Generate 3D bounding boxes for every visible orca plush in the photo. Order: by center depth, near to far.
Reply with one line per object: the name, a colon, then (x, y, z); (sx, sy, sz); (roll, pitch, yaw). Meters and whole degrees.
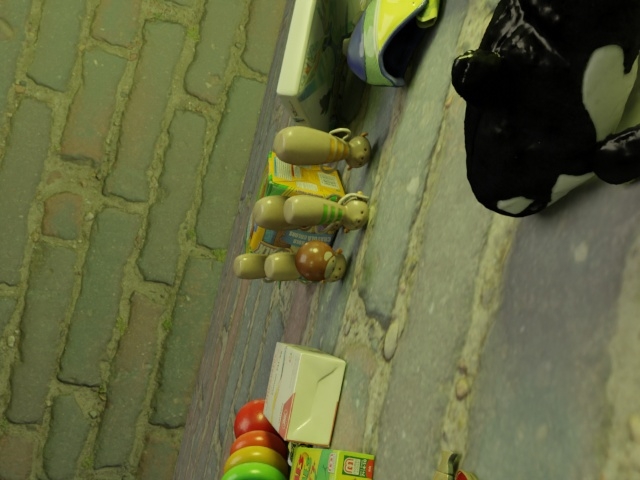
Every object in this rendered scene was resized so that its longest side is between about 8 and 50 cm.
orca plush: (0.132, -0.101, 0.368); (0.151, 0.102, 0.287); (65, 159, 15)

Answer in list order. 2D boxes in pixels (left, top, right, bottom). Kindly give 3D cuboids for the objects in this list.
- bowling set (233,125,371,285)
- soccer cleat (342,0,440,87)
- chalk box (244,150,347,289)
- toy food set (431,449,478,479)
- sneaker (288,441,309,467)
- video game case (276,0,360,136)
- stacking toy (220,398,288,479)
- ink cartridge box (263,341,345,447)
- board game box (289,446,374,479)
bowling set: (0.000, 0.000, 0.908); (0.200, 0.154, 0.287); (59, 136, 42)
soccer cleat: (0.127, -0.335, 0.814); (0.121, 0.093, 0.289); (41, 117, 40)
chalk box: (-0.055, -0.020, 1.084); (0.132, 0.131, 0.213); (-101, 28, -60)
toy food set: (0.100, 0.230, 0.485); (0.078, 0.019, 0.122); (169, 121, -75)
sneaker: (-0.029, 0.295, 0.900); (0.083, 0.031, 0.035); (-133, 58, -73)
video game case: (0.008, -0.334, 1.073); (0.300, 0.036, 0.329); (48, -128, -74)
stacking toy: (-0.092, 0.361, 0.928); (0.330, 0.141, 0.141); (-88, 17, -60)
ink cartridge box: (-0.032, 0.212, 0.913); (0.198, 0.067, 0.116); (166, 116, -75)
board game box: (0.005, 0.293, 0.740); (0.181, 0.043, 0.092); (137, 144, -66)
